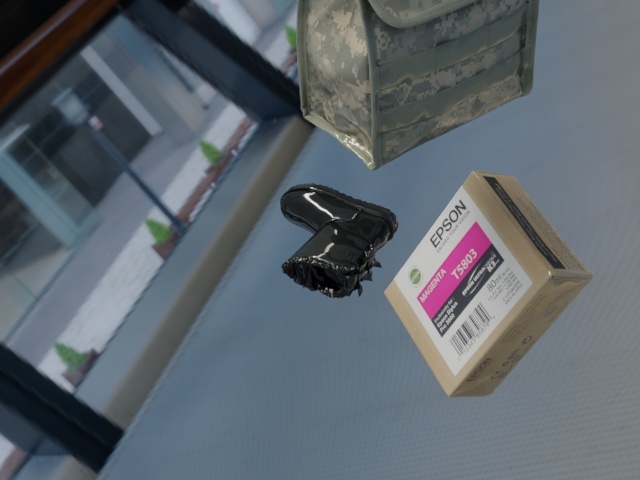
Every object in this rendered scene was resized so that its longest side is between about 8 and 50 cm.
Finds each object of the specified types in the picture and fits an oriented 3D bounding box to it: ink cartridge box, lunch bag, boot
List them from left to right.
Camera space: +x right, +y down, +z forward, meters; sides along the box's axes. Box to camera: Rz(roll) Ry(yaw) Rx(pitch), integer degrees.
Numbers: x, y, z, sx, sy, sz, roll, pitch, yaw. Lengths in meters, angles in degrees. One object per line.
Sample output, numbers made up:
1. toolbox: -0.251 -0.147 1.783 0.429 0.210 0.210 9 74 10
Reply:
1. boot: 0.000 0.000 0.816 0.121 0.045 0.099 16 41 23
2. lunch bag: 0.105 -0.258 1.002 0.235 0.287 0.169 -27 45 -24
3. ink cartridge box: 0.210 0.059 1.248 0.235 0.088 0.193 -58 47 31
